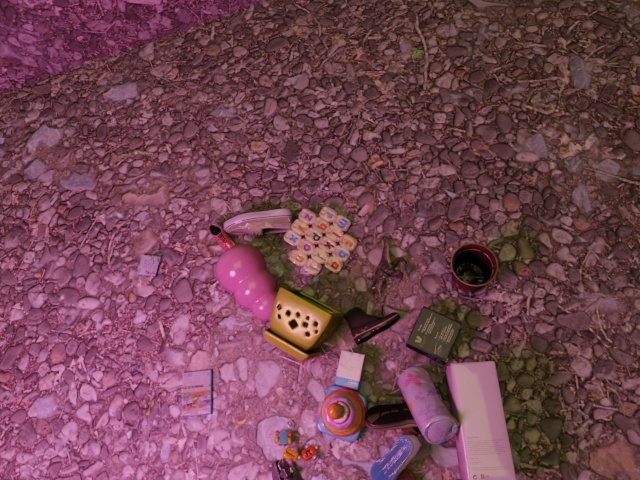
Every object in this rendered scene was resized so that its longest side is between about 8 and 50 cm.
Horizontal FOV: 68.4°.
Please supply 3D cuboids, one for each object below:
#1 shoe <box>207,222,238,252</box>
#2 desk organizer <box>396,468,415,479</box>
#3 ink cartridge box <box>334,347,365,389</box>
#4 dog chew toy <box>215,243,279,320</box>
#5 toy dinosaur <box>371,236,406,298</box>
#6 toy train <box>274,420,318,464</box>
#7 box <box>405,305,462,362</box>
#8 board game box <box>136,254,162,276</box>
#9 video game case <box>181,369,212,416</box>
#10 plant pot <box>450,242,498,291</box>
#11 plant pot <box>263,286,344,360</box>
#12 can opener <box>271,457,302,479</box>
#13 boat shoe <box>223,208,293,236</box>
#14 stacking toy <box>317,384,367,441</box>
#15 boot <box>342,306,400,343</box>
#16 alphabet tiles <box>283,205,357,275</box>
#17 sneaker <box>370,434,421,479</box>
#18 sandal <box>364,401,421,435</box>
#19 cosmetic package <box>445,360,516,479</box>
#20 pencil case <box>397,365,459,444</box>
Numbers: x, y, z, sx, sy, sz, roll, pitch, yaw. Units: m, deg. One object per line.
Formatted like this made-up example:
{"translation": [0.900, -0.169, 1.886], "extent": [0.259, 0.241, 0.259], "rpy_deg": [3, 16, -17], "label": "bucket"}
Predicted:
{"translation": [-0.417, 0.000, 2.023], "extent": [0.063, 0.081, 0.178], "rpy_deg": [-43, 69, -9], "label": "shoe"}
{"translation": [0.311, 0.844, 1.586], "extent": [0.050, 0.047, 0.130], "rpy_deg": [-35, 66, -27], "label": "desk organizer"}
{"translation": [0.114, 0.473, 1.747], "extent": [0.089, 0.092, 0.143], "rpy_deg": [11, 71, 12], "label": "ink cartridge box"}
{"translation": [-0.270, 0.177, 1.875], "extent": [0.206, 0.206, 0.332], "rpy_deg": [-37, 76, -7], "label": "dog chew toy"}
{"translation": [0.279, 0.105, 1.887], "extent": [0.118, 0.064, 0.268], "rpy_deg": [7, 67, 19], "label": "toy dinosaur"}
{"translation": [-0.093, 0.741, 1.698], "extent": [0.125, 0.046, 0.166], "rpy_deg": [-20, 51, -39], "label": "toy train"}
{"translation": [0.419, 0.352, 1.746], "extent": [0.158, 0.093, 0.156], "rpy_deg": [24, 74, 16], "label": "box"}
{"translation": [-0.750, 0.111, 2.064], "extent": [0.090, 0.020, 0.090], "rpy_deg": [6, 70, 11], "label": "board game box"}
{"translation": [-0.480, 0.594, 1.834], "extent": [0.119, 0.015, 0.166], "rpy_deg": [-7, 67, 5], "label": "video game case"}
{"translation": [0.567, 0.115, 1.778], "extent": [0.166, 0.165, 0.167], "rpy_deg": [-3, 69, 7], "label": "plant pot"}
{"translation": [-0.069, 0.318, 1.766], "extent": [0.228, 0.227, 0.207], "rpy_deg": [26, 88, 17], "label": "plant pot"}
{"translation": [-0.081, 0.896, 1.635], "extent": [0.095, 0.076, 0.284], "rpy_deg": [-41, 65, 27], "label": "can opener"}
{"translation": [-0.263, -0.065, 2.013], "extent": [0.302, 0.109, 0.094], "rpy_deg": [-12, 69, 1], "label": "boat shoe"}
{"translation": [0.066, 0.581, 1.598], "extent": [0.165, 0.302, 0.175], "rpy_deg": [14, 70, 14], "label": "stacking toy"}
{"translation": [0.193, 0.293, 1.820], "extent": [0.197, 0.077, 0.137], "rpy_deg": [-27, 62, -4], "label": "boot"}
{"translation": [0.000, 0.000, 1.977], "extent": [0.278, 0.021, 0.284], "rpy_deg": [32, 76, 10], "label": "alphabet tiles"}
{"translation": [0.259, 0.753, 1.602], "extent": [0.229, 0.092, 0.087], "rpy_deg": [-54, 50, 18], "label": "sneaker"}
{"translation": [0.304, 0.634, 1.656], "extent": [0.302, 0.086, 0.120], "rpy_deg": [0, 23, -1], "label": "sandal"}
{"translation": [0.524, 0.604, 1.577], "extent": [0.155, 0.197, 0.366], "rpy_deg": [-5, 69, 7], "label": "cosmetic package"}
{"translation": [0.359, 0.548, 1.595], "extent": [0.124, 0.114, 0.273], "rpy_deg": [-19, 26, -4], "label": "pencil case"}
